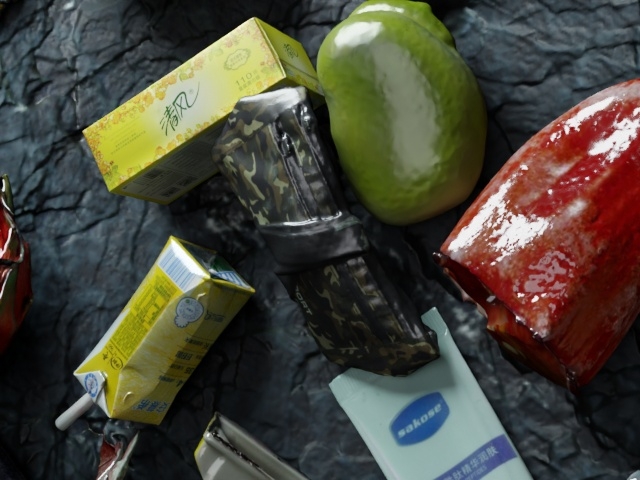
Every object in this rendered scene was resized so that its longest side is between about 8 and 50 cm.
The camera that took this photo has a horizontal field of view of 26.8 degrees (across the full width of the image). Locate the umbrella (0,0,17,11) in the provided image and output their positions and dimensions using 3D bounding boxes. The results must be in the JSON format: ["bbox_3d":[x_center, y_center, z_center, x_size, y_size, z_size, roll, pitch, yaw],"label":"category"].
[{"bbox_3d":[-0.271,-0.265,1.207,0.037,0.040,0.144,29,98,13],"label":"umbrella"}]

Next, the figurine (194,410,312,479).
[{"bbox_3d":[-0.096,0.297,1.026,0.308,0.143,0.308,-45,29,34],"label":"figurine"}]

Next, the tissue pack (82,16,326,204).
[{"bbox_3d":[-0.092,-0.102,1.088,0.176,0.095,0.062,-32,73,18],"label":"tissue pack"}]

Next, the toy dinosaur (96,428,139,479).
[{"bbox_3d":[-0.173,0.213,1.056,0.108,0.032,0.220,-57,24,14],"label":"toy dinosaur"}]

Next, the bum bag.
[{"bbox_3d":[-0.001,0.000,1.030,0.102,0.069,0.248,-26,92,22],"label":"bum bag"}]

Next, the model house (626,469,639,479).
[{"bbox_3d":[0.353,0.167,0.860,0.271,0.190,0.301,27,79,27],"label":"model house"}]

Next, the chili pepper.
[{"bbox_3d":[0.199,-0.030,0.966,0.253,0.136,0.144,-52,24,0],"label":"chili pepper"}]

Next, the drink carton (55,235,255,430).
[{"bbox_3d":[-0.144,0.096,1.100,0.074,0.084,0.200,42,102,31],"label":"drink carton"}]

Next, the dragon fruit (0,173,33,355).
[{"bbox_3d":[-0.336,0.029,1.131,0.193,0.192,0.274,30,88,0],"label":"dragon fruit"}]

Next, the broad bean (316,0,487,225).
[{"bbox_3d":[0.063,-0.102,1.037,0.124,0.082,0.174,-27,86,21],"label":"broad bean"}]

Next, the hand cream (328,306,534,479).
[{"bbox_3d":[0.124,0.211,1.003,0.109,0.067,0.321,-38,65,17],"label":"hand cream"}]

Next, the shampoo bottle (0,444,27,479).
[{"bbox_3d":[-0.284,0.239,1.162,0.087,0.049,0.234,-47,70,11],"label":"shampoo bottle"}]
